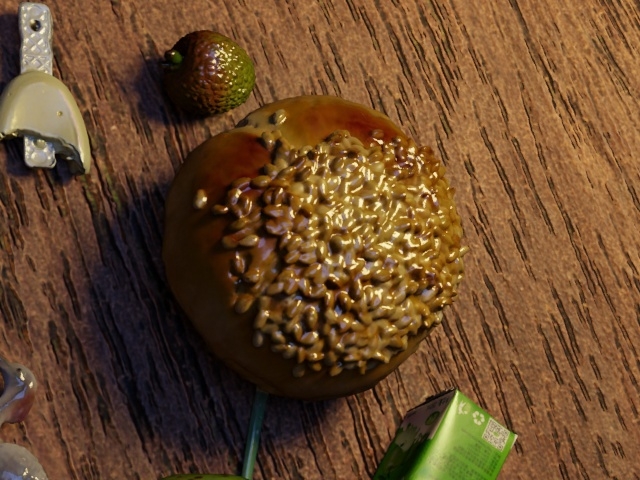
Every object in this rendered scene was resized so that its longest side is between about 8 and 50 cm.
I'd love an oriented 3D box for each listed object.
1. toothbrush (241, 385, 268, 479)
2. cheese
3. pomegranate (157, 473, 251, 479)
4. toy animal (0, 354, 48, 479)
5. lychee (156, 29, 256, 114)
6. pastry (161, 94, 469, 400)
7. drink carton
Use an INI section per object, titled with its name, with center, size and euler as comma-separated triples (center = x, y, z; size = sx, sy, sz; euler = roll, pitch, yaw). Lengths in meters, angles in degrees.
[toothbrush]
center = -0.090, 0.287, 1.733
size = 0.018, 0.024, 0.257
euler = 26, 63, -34
[cheese]
center = -0.360, -0.196, 1.773
size = 0.127, 0.050, 0.235
euler = 2, 73, -20
[pomegranate]
center = -0.131, 0.396, 1.565
size = 0.254, 0.254, 0.271
euler = -19, 121, -26
[toy animal]
center = -0.366, 0.274, 1.588
size = 0.195, 0.090, 0.324
euler = 19, 67, -8
[lychee]
center = -0.152, -0.223, 1.830
size = 0.146, 0.114, 0.114
euler = 11, 67, -39
[pastry]
center = 0.000, 0.000, 1.740
size = 0.409, 0.245, 0.410
euler = 8, 70, -21
[drink carton]
center = 0.129, 0.327, 1.724
size = 0.108, 0.161, 0.271
euler = 35, 62, -7
